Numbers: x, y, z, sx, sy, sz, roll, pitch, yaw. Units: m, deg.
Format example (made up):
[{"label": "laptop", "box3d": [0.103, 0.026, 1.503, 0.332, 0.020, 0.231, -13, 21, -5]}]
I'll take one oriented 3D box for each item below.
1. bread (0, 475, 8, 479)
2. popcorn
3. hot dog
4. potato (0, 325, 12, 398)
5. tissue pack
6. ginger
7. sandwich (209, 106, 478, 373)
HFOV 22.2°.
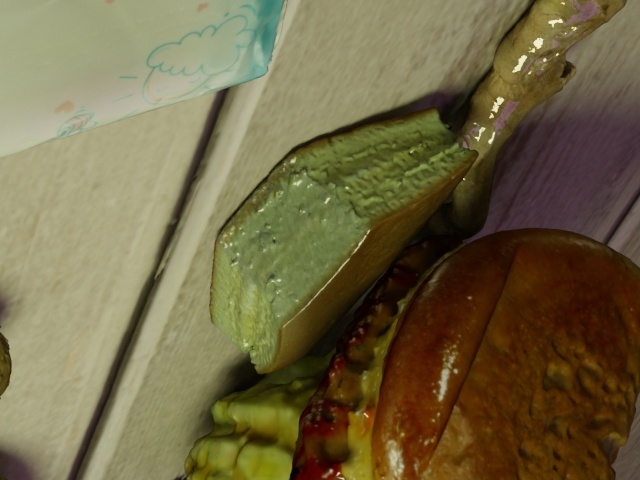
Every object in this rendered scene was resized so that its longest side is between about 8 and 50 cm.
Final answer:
[{"label": "bread", "box3d": [-0.318, 0.281, 1.269, 0.244, 0.134, 0.244, -24, 148, -17]}, {"label": "popcorn", "box3d": [0.006, 0.220, 1.405, 0.247, 0.282, 0.282, -2, 178, 42]}, {"label": "hot dog", "box3d": [0.100, 0.140, 1.218, 0.185, 0.223, 0.405, -25, -150, 46]}, {"label": "potato", "box3d": [-0.274, 0.089, 1.089, 0.138, 0.070, 0.091, -10, 144, -37]}, {"label": "tissue pack", "box3d": [-0.146, -0.144, 0.822, 0.271, 0.124, 0.201, -20, 145, -26]}, {"label": "ginger", "box3d": [0.148, -0.102, 1.276, 0.089, 0.075, 0.288, -12, 141, -48]}, {"label": "sandwich", "box3d": [0.000, 0.000, 1.233, 0.258, 0.094, 0.096, -48, 154, 19]}]
